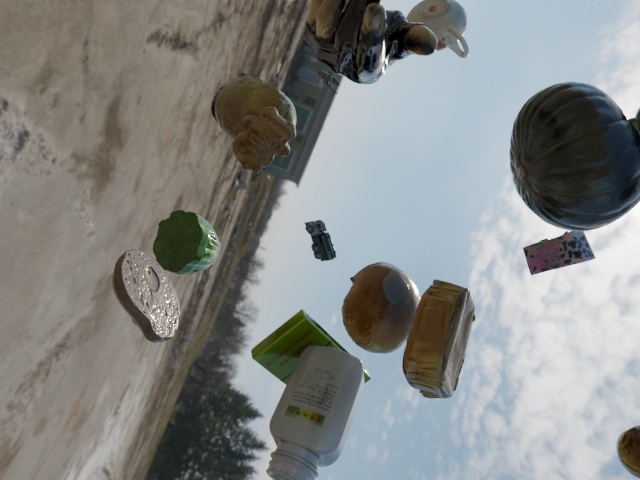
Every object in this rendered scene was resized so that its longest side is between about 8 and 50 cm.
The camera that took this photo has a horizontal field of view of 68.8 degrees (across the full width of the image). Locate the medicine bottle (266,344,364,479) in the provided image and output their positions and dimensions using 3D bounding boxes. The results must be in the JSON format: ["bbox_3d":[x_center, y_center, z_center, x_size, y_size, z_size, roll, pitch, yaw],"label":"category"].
[{"bbox_3d":[-0.016,0.426,1.137,0.124,0.179,0.324,83,25,-44],"label":"medicine bottle"}]

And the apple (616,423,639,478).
[{"bbox_3d":[0.646,0.416,0.918,0.099,0.114,0.102,-120,-168,-48],"label":"apple"}]

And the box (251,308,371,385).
[{"bbox_3d":[-0.019,0.353,1.325,0.187,0.335,0.047,-39,-149,4],"label":"box"}]

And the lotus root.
[{"bbox_3d":[-0.353,0.019,1.331,0.186,0.186,0.186,-160,-90,-81],"label":"lotus root"}]

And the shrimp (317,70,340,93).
[{"bbox_3d":[0.029,-0.488,1.418,0.038,0.092,0.029,-52,-140,-6],"label":"shrimp"}]

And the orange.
[{"bbox_3d":[0.229,0.220,1.619,0.196,0.262,0.334,-35,-168,44],"label":"orange"}]

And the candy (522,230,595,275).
[{"bbox_3d":[0.643,0.032,1.269,0.160,0.073,0.092,-31,-108,54],"label":"candy"}]

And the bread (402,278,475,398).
[{"bbox_3d":[0.261,0.216,1.031,0.107,0.136,0.241,4,-123,36],"label":"bread"}]

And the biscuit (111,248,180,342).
[{"bbox_3d":[-0.384,0.120,1.025,0.049,0.208,0.181,-25,-154,9],"label":"biscuit"}]

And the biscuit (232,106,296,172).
[{"bbox_3d":[-0.142,-0.239,1.117,0.184,0.133,0.027,-25,-144,29],"label":"biscuit"}]

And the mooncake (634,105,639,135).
[{"bbox_3d":[0.673,-0.202,0.780,0.245,0.245,0.133,-81,179,-51],"label":"mooncake"}]

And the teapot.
[{"bbox_3d":[0.306,-0.558,1.218,0.116,0.159,0.245,83,-18,-61],"label":"teapot"}]

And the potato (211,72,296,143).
[{"bbox_3d":[-0.181,-0.362,1.396,0.266,0.229,0.229,37,-72,51],"label":"potato"}]

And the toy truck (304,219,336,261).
[{"bbox_3d":[0.000,0.000,0.892,0.039,0.044,0.083,-133,-155,-82],"label":"toy truck"}]

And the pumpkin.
[{"bbox_3d":[0.434,-0.144,0.782,0.216,0.250,0.250,-31,-161,11],"label":"pumpkin"}]

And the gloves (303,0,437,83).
[{"bbox_3d":[0.073,-0.319,0.705,0.301,0.197,0.152,-81,-170,-85],"label":"gloves"}]
